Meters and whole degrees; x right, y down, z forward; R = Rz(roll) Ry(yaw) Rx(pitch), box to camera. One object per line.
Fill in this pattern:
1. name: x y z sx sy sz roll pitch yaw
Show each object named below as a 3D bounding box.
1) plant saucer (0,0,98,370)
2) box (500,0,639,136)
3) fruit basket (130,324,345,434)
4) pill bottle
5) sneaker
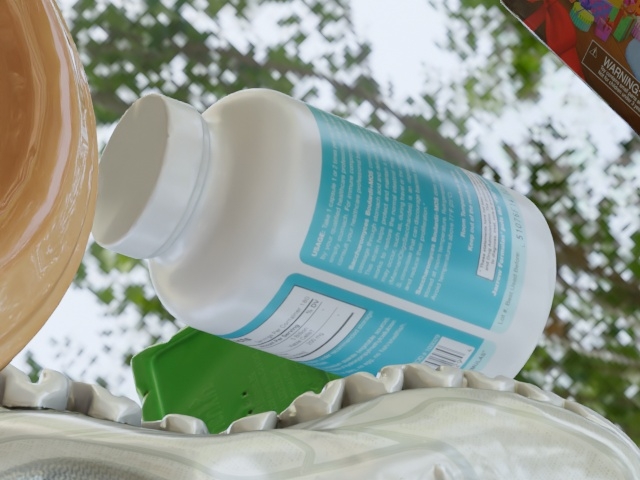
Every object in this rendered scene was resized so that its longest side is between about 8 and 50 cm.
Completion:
1. plant saucer: -0.142 -0.047 0.439 0.037 0.200 0.200 -32 -152 45
2. box: 0.232 -0.138 0.870 0.293 0.057 0.201 52 -53 42
3. fruit basket: 0.042 0.239 1.275 0.283 0.392 0.392 -30 -153 3
4. pill bottle: 0.000 0.000 0.966 0.146 0.264 0.146 -37 -137 43
5. sneaker: -0.014 0.103 0.560 0.118 0.292 0.110 -153 -115 -74
